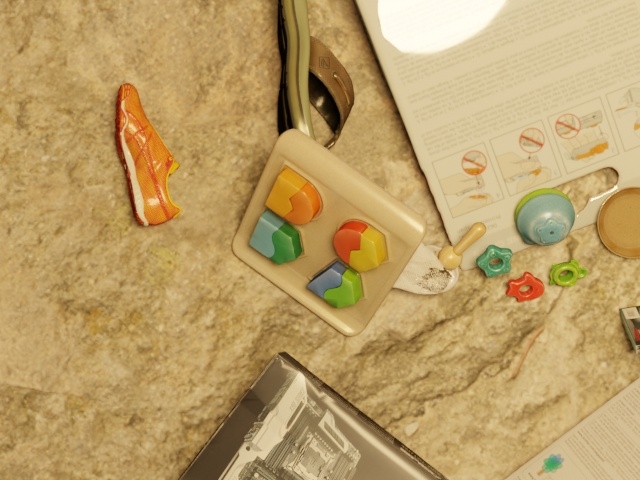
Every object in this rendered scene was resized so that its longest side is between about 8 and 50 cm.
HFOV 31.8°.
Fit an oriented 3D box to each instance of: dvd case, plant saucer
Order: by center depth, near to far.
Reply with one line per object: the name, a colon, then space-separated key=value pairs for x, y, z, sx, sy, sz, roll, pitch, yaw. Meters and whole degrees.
dvd case: x=0.405 y=0.094 z=1.263 sx=0.120 sy=0.087 sz=0.013 roll=-6 pitch=116 yaw=4
plant saucer: x=0.361 y=-0.021 z=1.301 sx=0.084 sy=0.015 sz=0.083 roll=0 pitch=97 yaw=1

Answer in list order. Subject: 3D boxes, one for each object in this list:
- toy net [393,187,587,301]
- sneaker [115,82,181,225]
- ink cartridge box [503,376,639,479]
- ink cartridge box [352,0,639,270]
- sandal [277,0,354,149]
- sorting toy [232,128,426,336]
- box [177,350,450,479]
toy net: x=0.186 y=0.021 z=1.301 sx=0.232 sy=0.045 sz=0.122 roll=-14 pitch=123 yaw=5
sneaker: x=-0.209 y=-0.105 z=1.354 sx=0.067 sy=0.064 sz=0.175 roll=-14 pitch=90 yaw=-15
ink cartridge box: x=0.354 y=0.241 z=1.208 sx=0.311 sy=0.186 sz=0.065 roll=-40 pitch=117 yaw=3
ink cartridge box: x=0.236 y=-0.197 z=1.315 sx=0.308 sy=0.091 sz=0.384 roll=-21 pitch=102 yaw=4
sandal: x=-0.004 y=-0.188 z=1.308 sx=0.086 sy=0.120 sz=0.302 roll=-2 pitch=86 yaw=-8
sorting toy: x=0.000 y=0.000 z=1.270 sx=0.193 sy=0.038 sz=0.208 roll=36 pitch=135 yaw=7
box: x=0.001 y=0.315 z=1.288 sx=0.307 sy=0.076 sz=0.242 roll=38 pitch=91 yaw=6
